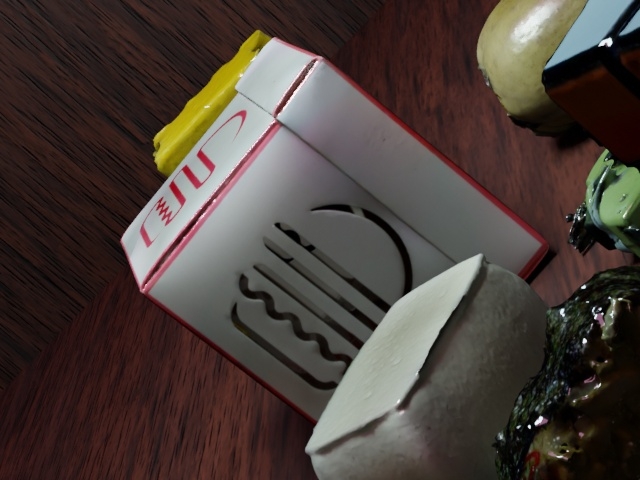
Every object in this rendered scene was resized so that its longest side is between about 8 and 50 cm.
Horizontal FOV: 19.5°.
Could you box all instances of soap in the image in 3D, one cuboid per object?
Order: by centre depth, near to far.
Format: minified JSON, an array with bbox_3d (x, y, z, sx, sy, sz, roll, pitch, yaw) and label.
[{"bbox_3d":[-0.020,-0.069,2.205,0.204,0.324,0.096,-46,18,18],"label":"soap"}]

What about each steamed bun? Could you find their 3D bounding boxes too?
[{"bbox_3d":[0.114,0.143,1.532,0.146,0.164,0.241,-34,14,40],"label":"steamed bun"}]

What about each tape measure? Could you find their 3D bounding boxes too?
[{"bbox_3d":[0.304,-0.060,1.670,0.177,0.087,0.154,-50,13,-17],"label":"tape measure"}]

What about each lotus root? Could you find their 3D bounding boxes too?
[{"bbox_3d":[0.309,-0.253,2.037,0.310,0.183,0.183,-41,15,7],"label":"lotus root"}]

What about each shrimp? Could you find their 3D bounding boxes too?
[{"bbox_3d":[0.292,-0.058,1.789,0.161,0.034,0.091,-55,23,-4],"label":"shrimp"}]

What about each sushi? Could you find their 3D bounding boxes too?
[{"bbox_3d":[0.218,0.132,1.342,0.212,0.147,0.115,-63,16,17],"label":"sushi"}]

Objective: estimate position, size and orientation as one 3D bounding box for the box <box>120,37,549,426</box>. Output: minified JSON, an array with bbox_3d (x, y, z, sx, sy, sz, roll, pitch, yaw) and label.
[{"bbox_3d":[0.000,0.000,1.967,0.300,0.314,0.312,-51,14,1],"label":"box"}]

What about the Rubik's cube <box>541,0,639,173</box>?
[{"bbox_3d":[0.373,-0.148,1.296,0.288,0.283,0.293,-55,17,-22],"label":"Rubik's cube"}]

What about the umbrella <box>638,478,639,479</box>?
[{"bbox_3d":[0.246,0.201,1.073,0.113,0.106,0.357,-37,15,27],"label":"umbrella"}]
